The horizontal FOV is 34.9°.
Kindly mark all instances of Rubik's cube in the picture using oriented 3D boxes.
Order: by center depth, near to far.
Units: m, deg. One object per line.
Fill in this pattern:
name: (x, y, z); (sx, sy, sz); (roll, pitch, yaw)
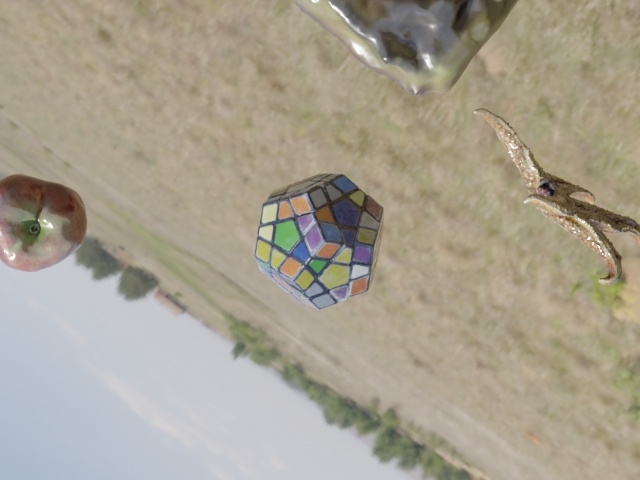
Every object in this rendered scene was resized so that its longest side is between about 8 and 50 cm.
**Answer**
Rubik's cube: (0.000, 0.000, 0.794); (0.093, 0.111, 0.111); (9, 170, 5)

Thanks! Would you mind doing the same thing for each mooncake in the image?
mooncake: (0.069, -0.388, 1.360); (0.394, 0.246, 0.393); (46, -169, 21)

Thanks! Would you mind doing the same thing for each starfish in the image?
starfish: (0.241, -0.049, 1.049); (0.238, 0.057, 0.213); (40, -160, -1)

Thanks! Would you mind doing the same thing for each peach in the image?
peach: (-0.429, -0.037, 1.521); (0.152, 0.152, 0.152); (36, 173, 5)
